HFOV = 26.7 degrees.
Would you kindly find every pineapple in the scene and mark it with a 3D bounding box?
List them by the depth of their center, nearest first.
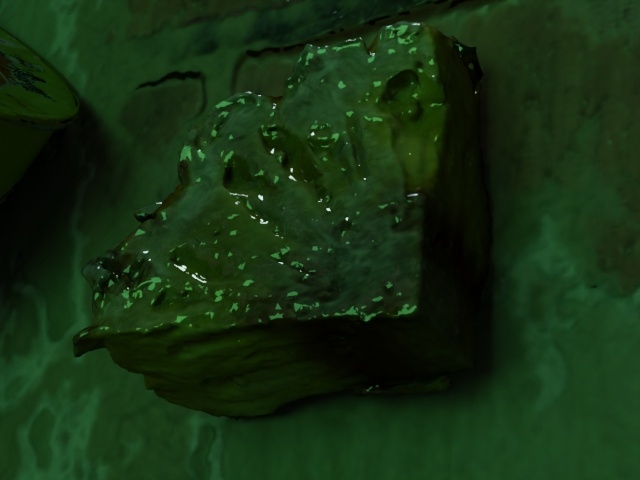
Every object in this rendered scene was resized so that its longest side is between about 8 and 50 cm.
[{"bbox_3d":[0.000,0.000,0.641,0.236,0.114,0.186,-46,51,7],"label":"pineapple"}]

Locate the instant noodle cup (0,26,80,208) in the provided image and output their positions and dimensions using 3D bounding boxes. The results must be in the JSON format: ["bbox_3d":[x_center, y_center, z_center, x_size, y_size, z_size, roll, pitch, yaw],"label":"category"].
[{"bbox_3d":[-0.302,-0.056,0.809,0.264,0.264,0.200,41,107,40],"label":"instant noodle cup"}]
